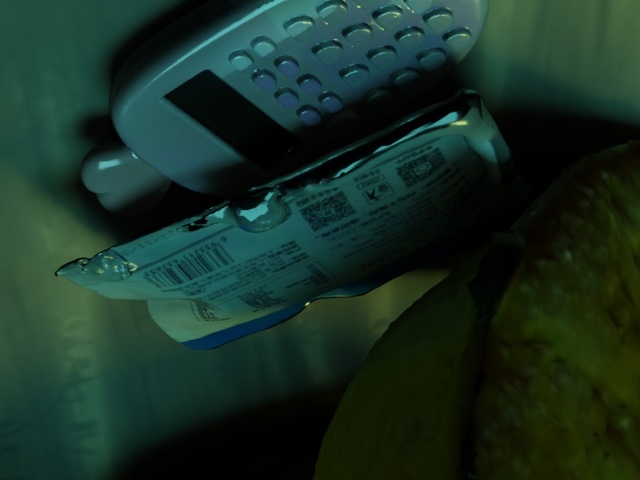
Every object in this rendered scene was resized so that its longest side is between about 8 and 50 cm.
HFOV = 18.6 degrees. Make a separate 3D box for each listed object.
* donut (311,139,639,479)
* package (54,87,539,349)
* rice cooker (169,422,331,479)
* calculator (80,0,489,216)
[{"bbox_3d":[0.163,0.153,0.823,0.435,0.377,0.163,-10,166,-44],"label":"donut"},{"bbox_3d":[0.000,0.000,0.782,0.171,0.027,0.173,-24,164,8],"label":"package"},{"bbox_3d":[0.021,0.219,0.981,0.267,0.224,0.267,-11,148,-7],"label":"rice cooker"},{"bbox_3d":[-0.016,-0.058,0.700,0.166,0.024,0.103,-29,148,17],"label":"calculator"}]
